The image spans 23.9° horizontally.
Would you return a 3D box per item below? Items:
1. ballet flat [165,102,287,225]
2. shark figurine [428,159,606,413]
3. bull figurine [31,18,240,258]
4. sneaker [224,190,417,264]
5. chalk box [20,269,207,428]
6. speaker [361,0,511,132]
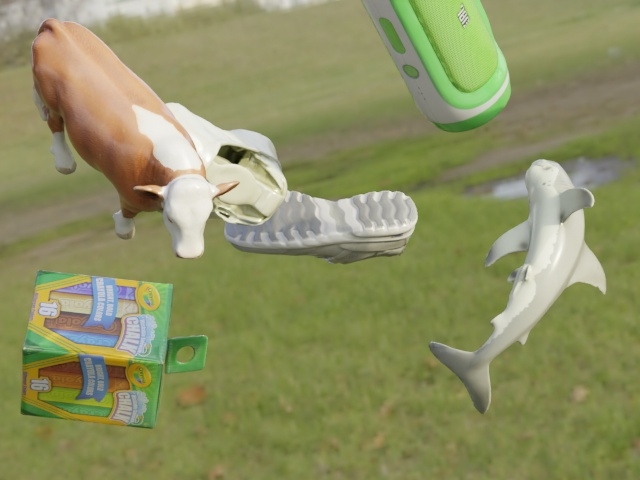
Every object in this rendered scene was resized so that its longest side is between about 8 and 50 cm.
[{"bbox_3d":[-0.120,-0.078,1.961,0.139,0.139,0.400,-12,-11,17],"label":"ballet flat"},{"bbox_3d":[0.237,0.049,1.573,0.116,0.278,0.166,31,-13,-25],"label":"shark figurine"},{"bbox_3d":[-0.198,-0.092,1.564,0.101,0.310,0.188,-28,-20,-25],"label":"bull figurine"},{"bbox_3d":[0.000,0.000,2.221,0.281,0.115,0.105,0,49,-1],"label":"sneaker"},{"bbox_3d":[-0.332,0.183,2.474,0.289,0.180,0.179,7,45,-4],"label":"chalk box"},{"bbox_3d":[0.126,-0.271,1.816,0.131,0.296,0.131,-20,38,17],"label":"speaker"}]
